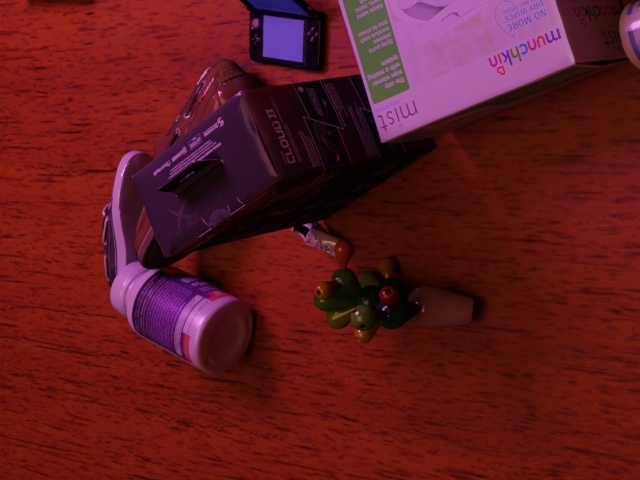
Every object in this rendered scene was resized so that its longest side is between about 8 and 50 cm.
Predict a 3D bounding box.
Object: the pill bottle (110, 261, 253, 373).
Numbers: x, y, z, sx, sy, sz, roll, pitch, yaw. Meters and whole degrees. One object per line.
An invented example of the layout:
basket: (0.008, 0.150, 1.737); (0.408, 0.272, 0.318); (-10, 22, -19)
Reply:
pill bottle: (-0.193, 0.097, 1.830); (0.194, 0.108, 0.108); (24, 116, 37)

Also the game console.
game console: (-0.062, -0.262, 1.645); (0.122, 0.071, 0.107); (16, 110, 40)

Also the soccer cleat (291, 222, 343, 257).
soccer cleat: (0.000, 0.000, 1.675); (0.083, 0.036, 0.029); (37, 123, 31)

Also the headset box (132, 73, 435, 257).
headset box: (-0.050, -0.087, 1.523); (0.218, 0.293, 0.110); (-32, 78, 43)

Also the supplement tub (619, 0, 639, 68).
supplement tub: (0.345, -0.206, 1.279); (0.107, 0.071, 0.071); (-13, 91, 44)

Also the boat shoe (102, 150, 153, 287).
boat shoe: (-0.276, -0.025, 1.899); (0.070, 0.078, 0.219); (21, 116, 37)

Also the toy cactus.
toy cactus: (0.084, 0.062, 1.547); (0.181, 0.219, 0.112); (6, 89, 1)

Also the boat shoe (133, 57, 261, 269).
boat shoe: (-0.163, -0.098, 1.766); (0.104, 0.111, 0.307); (51, 120, 27)

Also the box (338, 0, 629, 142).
box: (0.161, -0.249, 1.405); (0.262, 0.127, 0.231); (-18, 86, 43)
